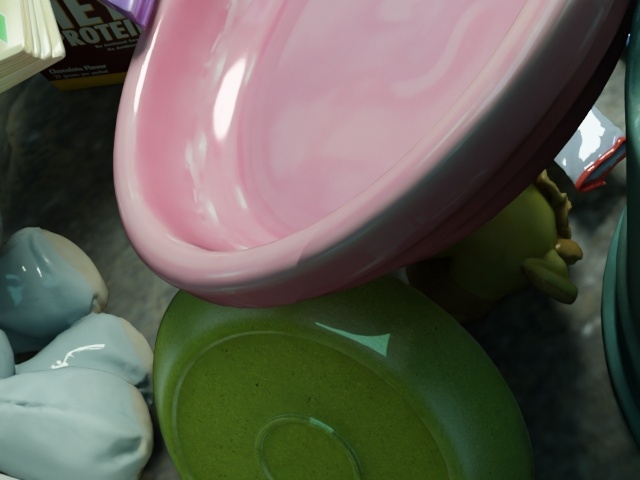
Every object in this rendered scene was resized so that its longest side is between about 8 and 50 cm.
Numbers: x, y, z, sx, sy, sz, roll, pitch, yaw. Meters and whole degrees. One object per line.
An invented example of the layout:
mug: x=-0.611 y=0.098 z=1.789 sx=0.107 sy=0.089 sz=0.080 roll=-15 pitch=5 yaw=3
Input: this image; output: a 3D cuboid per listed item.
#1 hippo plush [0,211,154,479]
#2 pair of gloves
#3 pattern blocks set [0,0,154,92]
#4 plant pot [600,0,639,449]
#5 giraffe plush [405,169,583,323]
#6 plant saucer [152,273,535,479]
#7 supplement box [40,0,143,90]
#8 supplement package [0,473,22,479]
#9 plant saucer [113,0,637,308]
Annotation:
hippo plush: x=-0.255 y=0.131 z=0.807 sx=0.234 sy=0.294 sz=0.236 roll=38 pitch=112 yaw=-10
pair of gloves: x=0.180 y=-0.127 z=0.840 sx=0.198 sy=0.023 sz=0.159 roll=-41 pitch=58 yaw=-5
pattern blocks set: x=-0.243 y=-0.125 z=0.759 sx=0.325 sy=0.026 sz=0.285 roll=-14 pitch=59 yaw=15
plant pot: x=0.286 y=-0.017 z=0.595 sx=0.341 sy=0.334 sz=0.341 roll=-7 pitch=68 yaw=17
giraffe plush: x=0.064 y=-0.017 z=0.776 sx=0.170 sy=0.210 sz=0.181 roll=21 pitch=60 yaw=-20
plant saucer: x=0.000 y=0.117 z=0.719 sx=0.241 sy=0.241 sz=0.037 roll=13 pitch=33 yaw=23
supplement box: x=-0.169 y=-0.239 z=0.910 sx=0.129 sy=0.194 sz=0.191 roll=-5 pitch=69 yaw=18
supplement package: x=-0.149 y=0.251 z=0.670 sx=0.177 sy=0.293 sz=0.175 roll=41 pitch=87 yaw=27
plant saucer: x=0.030 y=-0.112 z=0.620 sx=0.332 sy=0.084 sz=0.332 roll=-31 pitch=43 yaw=34
